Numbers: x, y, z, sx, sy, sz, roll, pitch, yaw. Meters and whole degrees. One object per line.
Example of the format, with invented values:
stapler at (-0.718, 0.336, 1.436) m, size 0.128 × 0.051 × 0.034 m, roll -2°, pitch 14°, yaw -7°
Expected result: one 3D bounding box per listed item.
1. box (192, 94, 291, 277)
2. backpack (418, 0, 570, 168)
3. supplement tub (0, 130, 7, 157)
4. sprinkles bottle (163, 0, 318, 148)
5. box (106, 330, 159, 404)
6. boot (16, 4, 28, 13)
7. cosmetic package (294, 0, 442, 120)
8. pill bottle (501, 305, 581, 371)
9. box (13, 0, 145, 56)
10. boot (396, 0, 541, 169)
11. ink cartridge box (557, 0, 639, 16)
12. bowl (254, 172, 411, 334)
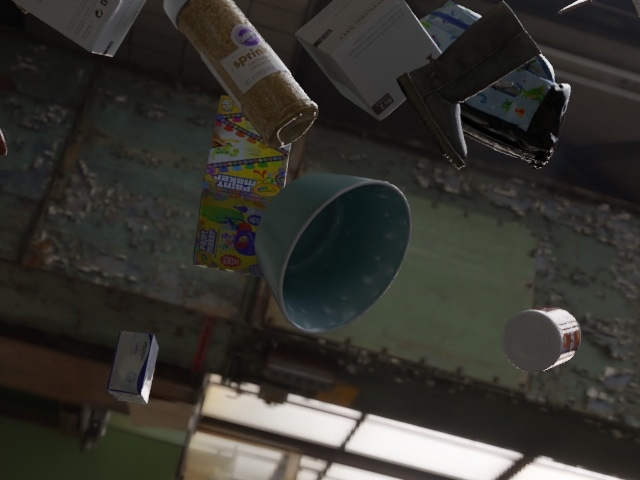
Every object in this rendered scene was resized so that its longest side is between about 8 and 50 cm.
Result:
box at (-0.176, -0.119, 2.243) m, size 0.290 × 0.177 × 0.279 m, roll 107°, pitch -8°, yaw -53°
backpack at (0.324, -0.317, 1.988) m, size 0.290 × 0.355 × 0.273 m, roll -1°, pitch 107°, yaw -77°
supplement tub at (-0.806, -0.201, 2.188) m, size 0.106 × 0.198 × 0.106 m, roll 45°, pitch -30°, yaw 35°
sprinkles bottle at (-0.149, -0.336, 1.825) m, size 0.121 × 0.355 × 0.121 m, roll -34°, pitch 164°, yaw -11°
box at (-0.382, 0.261, 2.020) m, size 0.137 × 0.072 × 0.126 m, roll 105°, pitch -6°, yaw -71°
boot at (-0.648, -0.631, 2.029) m, size 0.109 × 0.220 × 0.283 m, roll -104°, pitch -145°, yaw -65°
cosmetic package at (0.081, -0.321, 1.646) m, size 0.151 × 0.151 × 0.184 m, roll -43°, pitch -150°, yaw -1°
pill bottle at (0.451, 0.194, 1.978) m, size 0.216 × 0.121 × 0.121 m, roll 0°, pitch 108°, yaw -61°
box at (-0.422, -0.456, 1.774) m, size 0.181 × 0.182 × 0.119 m, roll -58°, pitch 176°, yaw 10°
boot at (0.246, -0.238, 1.527) m, size 0.208 × 0.190 × 0.076 m, roll -31°, pitch -177°, yaw 1°
ink cartridge box at (0.586, -0.448, 1.697) m, size 0.261 × 0.066 × 0.296 m, roll -21°, pitch -171°, yaw 42°
bowl at (0.000, 0.000, 1.816) m, size 0.163 × 0.311 × 0.312 m, roll 35°, pitch -63°, yaw 39°
